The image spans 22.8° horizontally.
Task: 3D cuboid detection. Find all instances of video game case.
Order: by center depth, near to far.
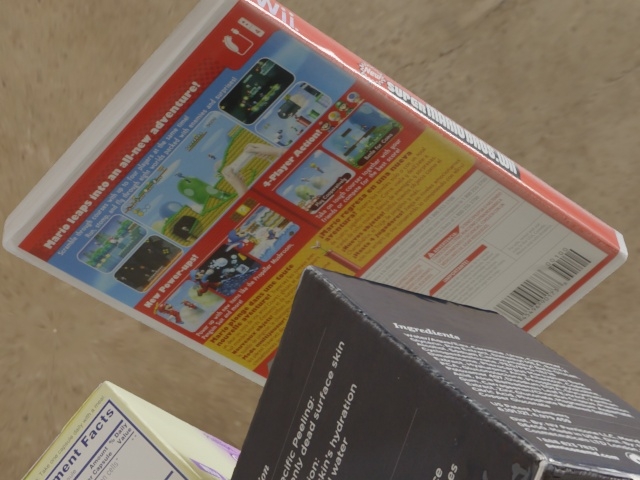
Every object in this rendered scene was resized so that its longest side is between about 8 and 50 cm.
[{"bbox_3d":[0.000,0.000,0.877,0.285,0.025,0.204,31,122,-27],"label":"video game case"}]

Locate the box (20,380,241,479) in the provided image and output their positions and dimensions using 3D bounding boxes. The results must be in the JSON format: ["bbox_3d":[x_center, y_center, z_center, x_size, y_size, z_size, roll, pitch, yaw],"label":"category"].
[{"bbox_3d":[-0.048,0.229,1.005,0.243,0.213,0.117,40,90,34],"label":"box"}]

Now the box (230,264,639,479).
[{"bbox_3d":[0.039,0.113,0.531,0.093,0.158,0.156,13,104,-31],"label":"box"}]
